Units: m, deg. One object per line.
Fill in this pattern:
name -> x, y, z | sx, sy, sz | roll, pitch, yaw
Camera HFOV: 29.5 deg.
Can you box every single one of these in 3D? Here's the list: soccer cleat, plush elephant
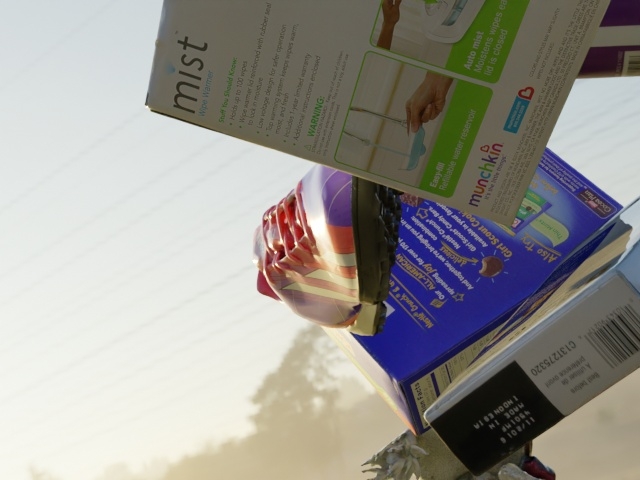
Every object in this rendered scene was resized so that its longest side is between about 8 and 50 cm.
soccer cleat -> 0.000, 0.000, 0.916 | 0.116, 0.109, 0.318 | 9, -16, 4
plush elephant -> 0.235, 0.306, 1.543 | 0.330, 0.255, 0.272 | -28, -13, -43

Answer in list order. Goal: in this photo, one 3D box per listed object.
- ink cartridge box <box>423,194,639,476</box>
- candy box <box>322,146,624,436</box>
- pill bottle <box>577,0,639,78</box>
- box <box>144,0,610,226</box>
ink cartridge box -> 0.218, 0.033, 0.912 | 0.176, 0.069, 0.371 | -43, -3, 32
candy box -> 0.152, 0.026, 1.366 | 0.317, 0.268, 0.122 | -32, -44, -11
pill bottle -> 0.212, -0.246, 1.184 | 0.322, 0.182, 0.181 | -1, -9, 10
box -> 0.043, -0.168, 0.664 | 0.231, 0.127, 0.262 | 18, -50, 2
